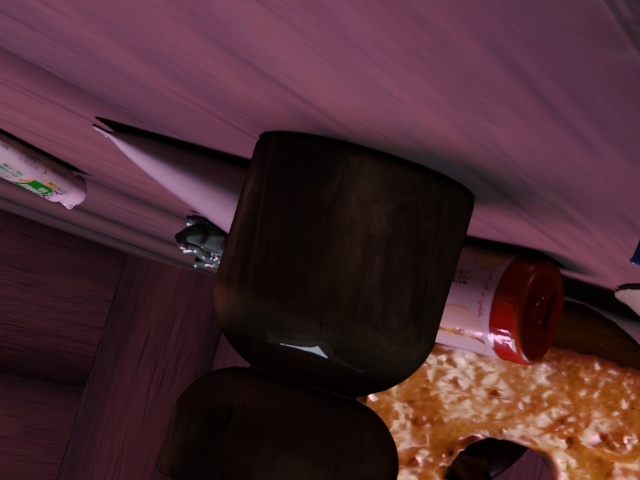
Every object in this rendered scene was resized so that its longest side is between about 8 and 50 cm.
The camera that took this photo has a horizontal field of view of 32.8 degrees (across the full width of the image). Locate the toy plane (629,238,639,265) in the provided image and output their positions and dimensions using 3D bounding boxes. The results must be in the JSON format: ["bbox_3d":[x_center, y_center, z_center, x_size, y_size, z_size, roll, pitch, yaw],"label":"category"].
[{"bbox_3d":[0.282,0.035,0.489,0.254,0.105,0.271,12,174,41],"label":"toy plane"}]

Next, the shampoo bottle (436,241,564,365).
[{"bbox_3d":[0.099,0.045,1.102,0.278,0.104,0.104,12,173,36],"label":"shampoo bottle"}]

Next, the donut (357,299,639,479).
[{"bbox_3d":[0.186,0.210,1.253,0.377,0.435,0.163,48,-158,-27],"label":"donut"}]

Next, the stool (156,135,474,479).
[{"bbox_3d":[-0.002,0.070,0.832,0.179,0.264,0.179,17,175,2],"label":"stool"}]

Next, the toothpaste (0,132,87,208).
[{"bbox_3d":[-0.384,-0.101,1.367,0.056,0.058,0.314,41,-178,20],"label":"toothpaste"}]

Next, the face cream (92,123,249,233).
[{"bbox_3d":[-0.060,-0.027,1.012,0.314,0.089,0.143,23,177,13],"label":"face cream"}]

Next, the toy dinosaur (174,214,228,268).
[{"bbox_3d":[-0.166,0.002,1.594,0.120,0.079,0.292,7,173,26],"label":"toy dinosaur"}]

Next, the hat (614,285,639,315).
[{"bbox_3d":[0.395,0.139,1.046,0.257,0.130,0.257,16,175,1],"label":"hat"}]

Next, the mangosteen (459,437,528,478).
[{"bbox_3d":[0.164,0.194,1.510,0.311,0.311,0.311,16,174,2],"label":"mangosteen"}]
